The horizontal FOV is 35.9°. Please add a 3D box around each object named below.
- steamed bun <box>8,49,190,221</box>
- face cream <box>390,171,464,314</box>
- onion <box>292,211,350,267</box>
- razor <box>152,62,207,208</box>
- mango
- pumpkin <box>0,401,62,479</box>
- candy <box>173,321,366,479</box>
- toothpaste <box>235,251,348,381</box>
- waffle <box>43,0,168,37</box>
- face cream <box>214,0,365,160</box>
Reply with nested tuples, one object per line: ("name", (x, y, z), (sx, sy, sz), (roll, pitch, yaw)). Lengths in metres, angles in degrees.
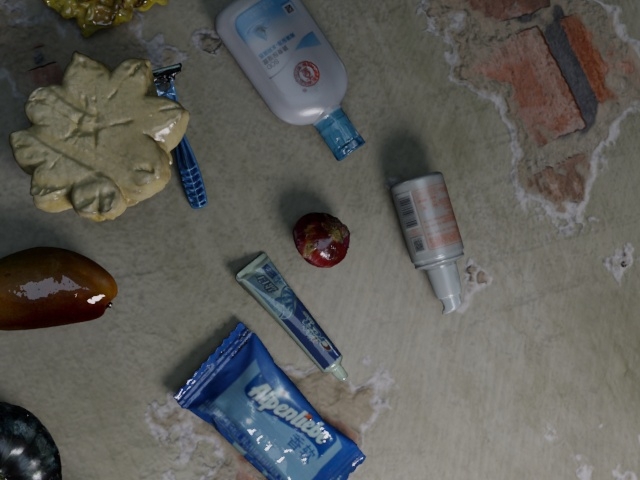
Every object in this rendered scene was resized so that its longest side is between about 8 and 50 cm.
("steamed bun", (-0.356, -0.168, 1.647), (0.292, 0.137, 0.295), (-22, 72, -2))
("face cream", (0.206, 0.007, 1.782), (0.101, 0.101, 0.251), (-16, 89, -14))
("onion", (0.000, 0.000, 1.742), (0.107, 0.097, 0.107), (19, 44, -20))
("razor", (-0.245, -0.178, 1.725), (0.082, 0.042, 0.253), (-17, 91, -4))
("mango", (-0.469, 0.078, 1.613), (0.267, 0.111, 0.133), (-4, 102, -15))
("pumpkin", (-0.523, 0.370, 1.548), (0.233, 0.163, 0.233), (1, 89, -24))
("candy", (-0.086, 0.320, 1.702), (0.331, 0.077, 0.187), (47, 70, -6))
("toothpaste", (-0.042, 0.142, 1.743), (0.069, 0.047, 0.268), (-40, 91, -1))
("waffle", (-0.386, -0.511, 1.716), (0.282, 0.058, 0.300), (-16, 87, -14))
("face cream", (-0.039, -0.295, 1.763), (0.163, 0.080, 0.336), (-35, 93, -13))
